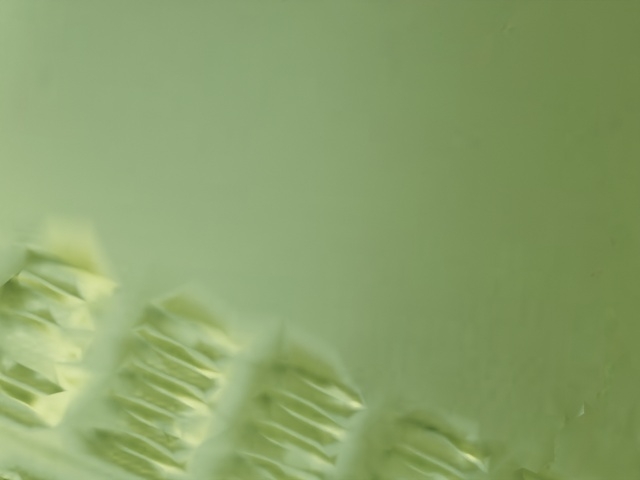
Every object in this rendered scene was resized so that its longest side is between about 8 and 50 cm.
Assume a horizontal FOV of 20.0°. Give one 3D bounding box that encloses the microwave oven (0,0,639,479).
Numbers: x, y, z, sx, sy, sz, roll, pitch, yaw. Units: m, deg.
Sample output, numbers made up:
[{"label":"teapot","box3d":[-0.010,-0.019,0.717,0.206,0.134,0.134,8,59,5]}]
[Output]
[{"label":"microwave oven","box3d":[0.000,0.000,0.493,0.238,0.295,0.181,24,90,-5]}]
